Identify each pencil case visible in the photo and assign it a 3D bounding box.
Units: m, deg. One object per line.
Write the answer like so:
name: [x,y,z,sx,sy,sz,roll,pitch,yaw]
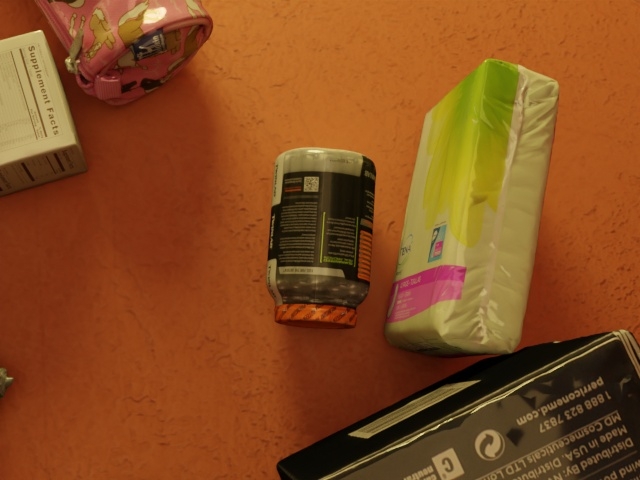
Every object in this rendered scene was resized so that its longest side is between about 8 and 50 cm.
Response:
pencil case: [-0.283,-0.345,1.304,0.160,0.167,0.386,-35,85,20]

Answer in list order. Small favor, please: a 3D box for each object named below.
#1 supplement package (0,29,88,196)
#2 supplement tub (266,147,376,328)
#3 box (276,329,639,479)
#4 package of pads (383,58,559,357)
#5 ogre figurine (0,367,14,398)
supplement package: [-0.392,-0.115,1.262,0.244,0.134,0.139,-16,83,-8]
supplement tub: [0.000,0.000,1.297,0.117,0.117,0.190,5,80,-6]
box: [0.190,0.366,1.075,0.297,0.480,0.472,-26,84,-8]
package of pads: [0.160,-0.022,1.263,0.101,0.229,0.296,13,81,-8]
ogre figurine: [-0.417,0.144,1.243,0.197,0.097,0.118,43,97,17]
